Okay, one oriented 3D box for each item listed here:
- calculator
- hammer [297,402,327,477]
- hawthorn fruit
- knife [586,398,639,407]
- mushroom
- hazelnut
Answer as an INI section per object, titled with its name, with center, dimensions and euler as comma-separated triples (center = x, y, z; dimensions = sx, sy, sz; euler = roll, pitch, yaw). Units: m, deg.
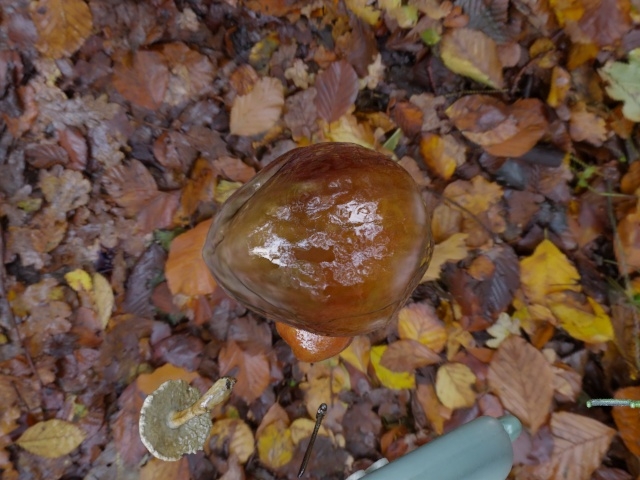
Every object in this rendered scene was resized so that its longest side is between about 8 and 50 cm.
[calculator]
center = 0.023, 0.176, 0.369
dimensions = 0.295, 0.184, 0.042
euler = -12, 60, -33
[hammer]
center = -0.019, 0.456, 1.338
dimensions = 0.021, 0.065, 0.178
euler = 18, 51, 4
[hawthorn fruit]
center = 0.000, 0.169, 1.251
dimensions = 0.189, 0.189, 0.189
euler = 0, 90, 1
[knife]
center = 0.547, 0.263, 0.950
dimensions = 0.212, 0.054, 0.015
euler = -10, 75, 31
[mushroom]
center = -0.404, 0.486, 1.711
dimensions = 0.208, 0.233, 0.302
euler = 34, 130, 14
[hazelnut]
center = 0.000, 0.000, 0.940
dimensions = 0.372, 0.372, 0.315
euler = -8, 92, 1
